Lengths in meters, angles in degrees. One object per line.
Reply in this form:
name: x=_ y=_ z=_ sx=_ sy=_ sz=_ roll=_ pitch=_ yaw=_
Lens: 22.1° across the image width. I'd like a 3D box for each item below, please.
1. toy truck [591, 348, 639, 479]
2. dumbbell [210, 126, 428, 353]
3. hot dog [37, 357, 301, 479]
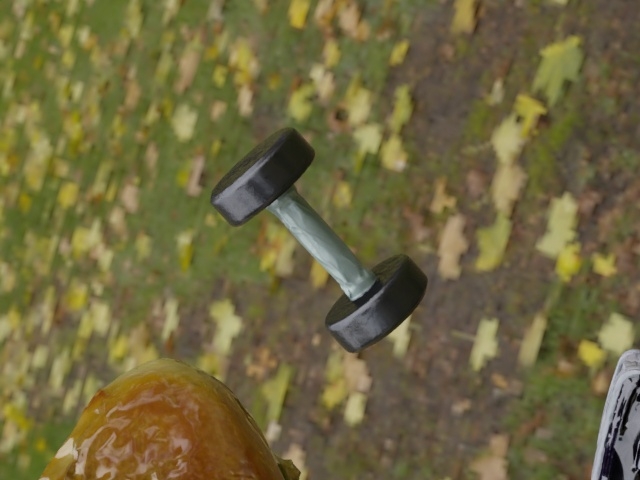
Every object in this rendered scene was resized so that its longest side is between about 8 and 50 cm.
toy truck: x=0.297 y=0.137 z=1.010 sx=0.124 sy=0.253 sz=0.114 roll=-50 pitch=-28 yaw=-77
dumbbell: x=0.000 y=0.000 z=1.437 sx=0.100 sy=0.191 sz=0.100 roll=-40 pitch=12 yaw=10
hot dog: x=-0.108 y=0.269 z=0.937 sx=0.405 sy=0.223 sz=0.185 roll=-57 pitch=-19 yaw=-34
